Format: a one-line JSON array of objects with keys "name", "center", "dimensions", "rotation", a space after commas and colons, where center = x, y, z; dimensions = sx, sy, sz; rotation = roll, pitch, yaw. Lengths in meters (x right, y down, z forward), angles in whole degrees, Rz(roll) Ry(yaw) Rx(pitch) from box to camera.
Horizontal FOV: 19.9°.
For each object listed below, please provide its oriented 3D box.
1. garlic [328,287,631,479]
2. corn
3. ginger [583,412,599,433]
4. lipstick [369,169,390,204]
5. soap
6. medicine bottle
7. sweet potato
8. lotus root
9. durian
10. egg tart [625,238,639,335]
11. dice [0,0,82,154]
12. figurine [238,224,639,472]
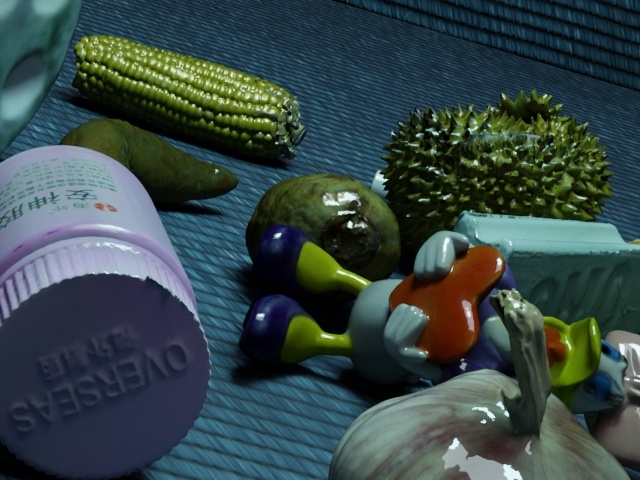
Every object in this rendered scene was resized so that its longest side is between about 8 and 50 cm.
[{"name": "garlic", "center": [0.128, 0.150, 1.308], "dimensions": [0.245, 0.253, 0.245], "rotation": [9, 22, -3]}, {"name": "corn", "center": [-0.169, -0.186, 2.351], "dimensions": [0.318, 0.115, 0.115], "rotation": [17, 16, -3]}, {"name": "ginger", "center": [0.305, 0.148, 1.817], "dimensions": [0.089, 0.075, 0.288], "rotation": [-11, 5, 25]}, {"name": "lipstick", "center": [0.133, -0.050, 2.334], "dimensions": [0.141, 0.040, 0.040], "rotation": [20, 16, 8]}, {"name": "soap", "center": [0.235, 0.058, 1.893], "dimensions": [0.261, 0.150, 0.094], "rotation": [3, 27, -42]}, {"name": "medicine bottle", "center": [-0.191, 0.049, 1.423], "dimensions": [0.178, 0.178, 0.291], "rotation": [12, 18, -18]}, {"name": "sweet potato", "center": [-0.218, -0.078, 1.967], "dimensions": [0.124, 0.098, 0.310], "rotation": [47, 24, 17]}, {"name": "lotus root", "center": [0.000, 0.000, 1.858], "dimensions": [0.145, 0.128, 0.260], "rotation": [28, -7, -11]}, {"name": "durian", "center": [0.192, -0.056, 2.103], "dimensions": [0.258, 0.258, 0.293], "rotation": [4, 11, -39]}, {"name": "egg tart", "center": [0.426, 0.079, 2.120], "dimensions": [0.234, 0.094, 0.234], "rotation": [18, 17, -6]}, {"name": "dice", "center": [-0.467, -0.262, 1.890], "dimensions": [0.348, 0.330, 0.328], "rotation": [23, 17, 21]}, {"name": "figurine", "center": [0.127, 0.095, 1.654], "dimensions": [0.421, 0.154, 0.193], "rotation": [10, -27, 18]}]
